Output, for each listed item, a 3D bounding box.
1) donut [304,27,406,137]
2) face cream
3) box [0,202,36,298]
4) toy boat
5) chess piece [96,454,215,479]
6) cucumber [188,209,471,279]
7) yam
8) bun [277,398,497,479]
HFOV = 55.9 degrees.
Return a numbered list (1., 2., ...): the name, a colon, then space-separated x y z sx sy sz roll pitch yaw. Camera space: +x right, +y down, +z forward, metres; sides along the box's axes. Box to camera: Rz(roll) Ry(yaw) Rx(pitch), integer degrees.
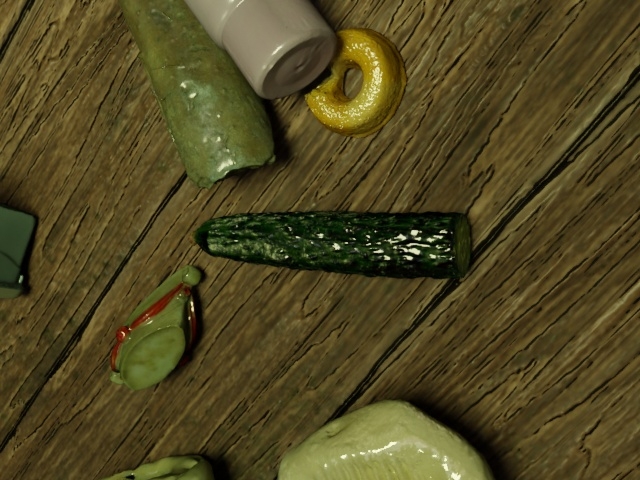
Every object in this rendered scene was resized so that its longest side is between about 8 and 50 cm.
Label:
1. donut: 0.033 -0.157 0.597 0.097 0.043 0.108 16 104 19
2. face cream: -0.095 -0.265 0.573 0.274 0.154 0.096 56 141 12
3. box: -0.461 -0.008 0.702 0.162 0.227 0.130 20 87 18
4. toy boat: -0.190 0.112 0.687 0.089 0.071 0.185 29 109 -28
5. chess piece: -0.149 0.468 0.634 0.234 0.234 0.442 -16 84 21
6. cucumber: 0.000 0.000 0.610 0.293 0.067 0.068 2 95 22
7. yam: -0.128 -0.177 0.620 0.106 0.106 0.259 -25 85 21
8. bun: 0.075 0.256 0.565 0.231 0.133 0.231 2 95 19
